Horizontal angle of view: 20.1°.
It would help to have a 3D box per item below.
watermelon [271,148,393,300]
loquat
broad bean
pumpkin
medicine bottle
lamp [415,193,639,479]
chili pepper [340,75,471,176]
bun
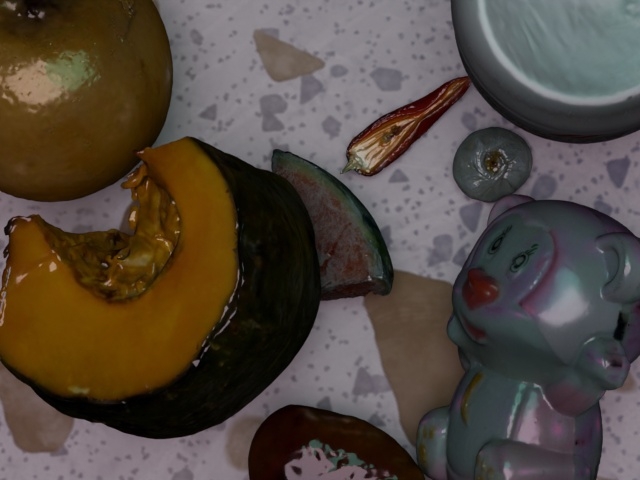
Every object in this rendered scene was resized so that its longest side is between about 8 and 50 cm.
[{"bbox_3d":[0.000,0.000,1.851,0.139,0.071,0.187,-48,68,23],"label":"watermelon"},{"bbox_3d":[-0.271,-0.168,1.783,0.263,0.263,0.263,0,89,5],"label":"loquat"},{"bbox_3d":[0.028,0.260,1.809,0.228,0.122,0.156,35,93,6],"label":"broad bean"},{"bbox_3d":[-0.145,0.058,1.755,0.303,0.225,0.256,-22,76,23],"label":"pumpkin"},{"bbox_3d":[0.248,-0.213,1.707,0.245,0.306,0.245,0,89,6],"label":"medicine bottle"},{"bbox_3d":[0.238,0.113,1.767,0.247,0.247,0.301,9,97,-25],"label":"lamp"},{"bbox_3d":[0.091,-0.122,1.859,0.178,0.027,0.045,-39,90,4],"label":"chili pepper"},{"bbox_3d":[0.175,-0.078,1.841,0.083,0.045,0.083,0,93,2],"label":"bun"}]
